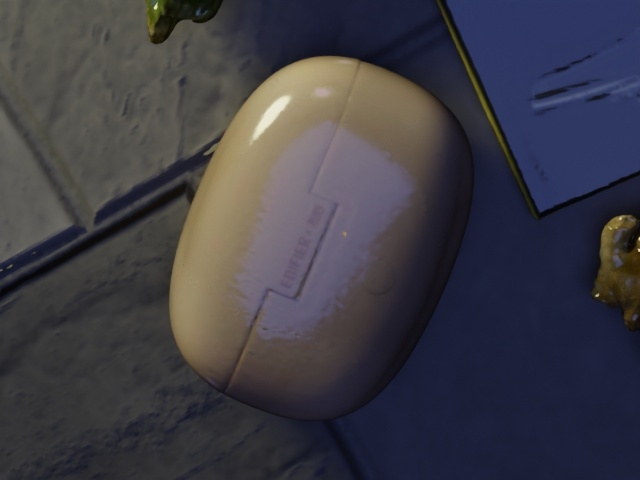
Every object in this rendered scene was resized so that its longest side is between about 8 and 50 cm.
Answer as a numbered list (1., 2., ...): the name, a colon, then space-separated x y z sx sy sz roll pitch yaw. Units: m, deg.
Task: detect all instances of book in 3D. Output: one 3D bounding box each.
1. book: 0.162 -0.229 0.994 0.262 0.028 0.374 -24 99 6

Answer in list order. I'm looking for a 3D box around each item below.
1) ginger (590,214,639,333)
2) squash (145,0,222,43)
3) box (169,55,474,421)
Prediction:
1. ginger: 0.231 0.053 1.032 0.176 0.052 0.193 16 92 -3
2. squash: -0.054 -0.246 0.948 0.137 0.137 0.287 25 120 -4
3. box: 0.000 0.000 1.001 0.146 0.088 0.200 22 98 -3
